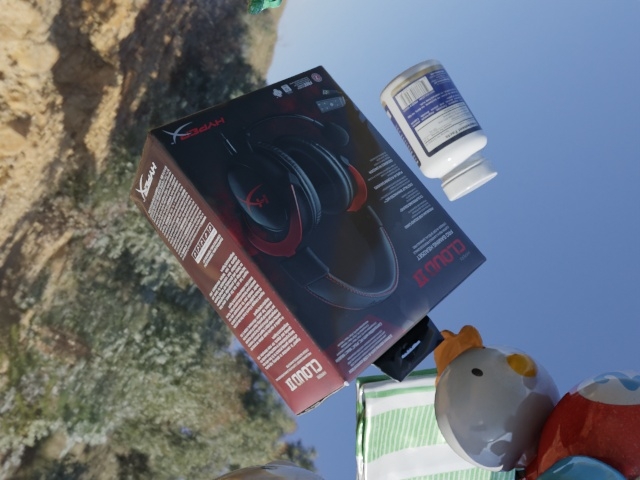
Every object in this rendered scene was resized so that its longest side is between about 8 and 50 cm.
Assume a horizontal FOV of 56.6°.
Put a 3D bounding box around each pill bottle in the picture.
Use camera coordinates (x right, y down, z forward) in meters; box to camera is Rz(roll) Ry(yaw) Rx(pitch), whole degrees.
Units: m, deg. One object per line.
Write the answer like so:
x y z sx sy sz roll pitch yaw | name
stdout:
0.157 -0.141 0.777 0.094 0.169 0.094 -29 173 -4 | pill bottle

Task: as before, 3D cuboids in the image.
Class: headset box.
0.000 0.000 0.567 0.218 0.293 0.110 -32 170 -37 | headset box

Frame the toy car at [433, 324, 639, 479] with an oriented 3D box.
0.184 0.152 0.516 0.238 0.219 0.210 44 -43 34 | toy car

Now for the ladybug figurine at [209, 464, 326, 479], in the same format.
-0.155 0.443 0.680 0.449 0.162 0.305 -46 -141 -15 | ladybug figurine

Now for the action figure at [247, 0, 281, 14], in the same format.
-0.089 -0.500 1.101 0.063 0.137 0.232 -26 -141 49 | action figure

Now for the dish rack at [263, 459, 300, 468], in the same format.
-0.086 0.539 0.927 0.286 0.072 0.333 -26 -140 -21 | dish rack

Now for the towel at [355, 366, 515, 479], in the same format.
0.165 0.320 0.829 0.038 0.248 0.324 -123 -150 -67 | towel

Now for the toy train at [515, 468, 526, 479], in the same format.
0.455 0.561 1.271 0.190 0.142 0.334 -51 -135 25 | toy train
